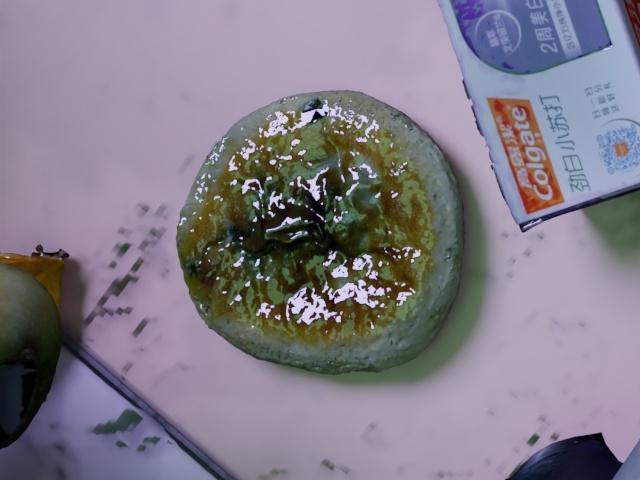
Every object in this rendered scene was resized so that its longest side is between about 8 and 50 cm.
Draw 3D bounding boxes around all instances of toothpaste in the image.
[{"bbox_3d":[0.044,-0.102,0.513,0.047,0.040,0.196,-19,90,22],"label":"toothpaste"}]

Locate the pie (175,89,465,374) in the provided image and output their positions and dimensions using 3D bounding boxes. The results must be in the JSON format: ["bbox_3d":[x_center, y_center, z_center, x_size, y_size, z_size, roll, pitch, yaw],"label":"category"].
[{"bbox_3d":[-0.001,-0.002,0.546,0.084,0.021,0.084,2,96,16],"label":"pie"}]

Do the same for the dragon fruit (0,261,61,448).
[{"bbox_3d":[-0.197,0.103,0.508,0.273,0.218,0.198,1,119,11],"label":"dragon fruit"}]

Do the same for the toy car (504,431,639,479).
[{"bbox_3d":[0.140,0.082,0.429,0.190,0.188,0.255,31,101,3],"label":"toy car"}]

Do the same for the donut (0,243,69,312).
[{"bbox_3d":[-0.117,0.018,0.580,0.083,0.067,0.037,2,90,-15],"label":"donut"}]
